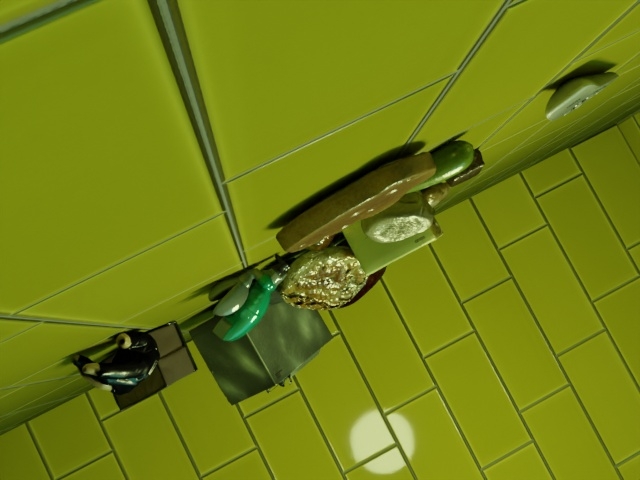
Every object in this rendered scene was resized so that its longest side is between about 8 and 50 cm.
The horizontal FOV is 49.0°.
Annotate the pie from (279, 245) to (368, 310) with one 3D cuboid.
[{"bbox_3d":[0.013,0.113,2.036,0.274,0.055,0.274,-13,139,-12],"label":"pie"}]

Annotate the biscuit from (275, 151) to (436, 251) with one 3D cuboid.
[{"bbox_3d":[0.076,-0.080,1.370,0.344,0.057,0.287,-30,173,28],"label":"biscuit"}]

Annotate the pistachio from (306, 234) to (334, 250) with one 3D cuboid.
[{"bbox_3d":[0.000,0.000,1.817,0.090,0.049,0.173,-27,174,2],"label":"pistachio"}]

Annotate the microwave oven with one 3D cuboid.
[{"bbox_3d":[-0.200,0.352,2.561,0.236,0.374,0.432,-32,178,32],"label":"microwave oven"}]

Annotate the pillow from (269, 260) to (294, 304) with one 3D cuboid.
[{"bbox_3d":[-0.142,0.136,2.142,0.162,0.092,0.335,11,154,-34],"label":"pillow"}]

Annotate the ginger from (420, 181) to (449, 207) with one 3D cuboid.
[{"bbox_3d":[0.305,-0.119,2.091,0.190,0.069,0.095,-28,-160,4],"label":"ginger"}]

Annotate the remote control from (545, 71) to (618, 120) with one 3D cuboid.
[{"bbox_3d":[0.552,-0.320,1.492,0.109,0.055,0.313,-39,174,34],"label":"remote control"}]

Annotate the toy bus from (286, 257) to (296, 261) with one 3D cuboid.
[{"bbox_3d":[-0.104,0.087,2.201,0.046,0.038,0.083,-19,170,-41],"label":"toy bus"}]

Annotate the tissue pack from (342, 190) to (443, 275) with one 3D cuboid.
[{"bbox_3d":[0.198,-0.027,1.935,0.234,0.159,0.125,-29,175,23],"label":"tissue pack"}]

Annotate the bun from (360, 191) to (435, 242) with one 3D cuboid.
[{"bbox_3d":[0.185,-0.070,1.710,0.173,0.113,0.166,3,154,-30],"label":"bun"}]

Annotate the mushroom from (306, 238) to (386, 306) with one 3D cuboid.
[{"bbox_3d":[0.097,0.086,2.290,0.345,0.239,0.345,-26,-160,10],"label":"mushroom"}]

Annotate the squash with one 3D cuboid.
[{"bbox_3d":[0.229,-0.147,1.466,0.201,0.066,0.066,-26,176,22],"label":"squash"}]

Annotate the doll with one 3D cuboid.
[{"bbox_3d":[-0.200,0.145,1.865,0.258,0.153,0.195,-43,165,-31],"label":"doll"}]

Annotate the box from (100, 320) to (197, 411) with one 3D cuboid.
[{"bbox_3d":[-0.546,0.397,2.214,0.252,0.188,0.153,-28,175,30],"label":"box"}]

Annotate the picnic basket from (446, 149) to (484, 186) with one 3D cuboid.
[{"bbox_3d":[0.384,-0.189,1.885,0.110,0.054,0.193,-28,177,6],"label":"picnic basket"}]

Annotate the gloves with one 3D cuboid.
[{"bbox_3d":[-0.536,0.322,1.875,0.197,0.152,0.301,-56,153,11],"label":"gloves"}]
